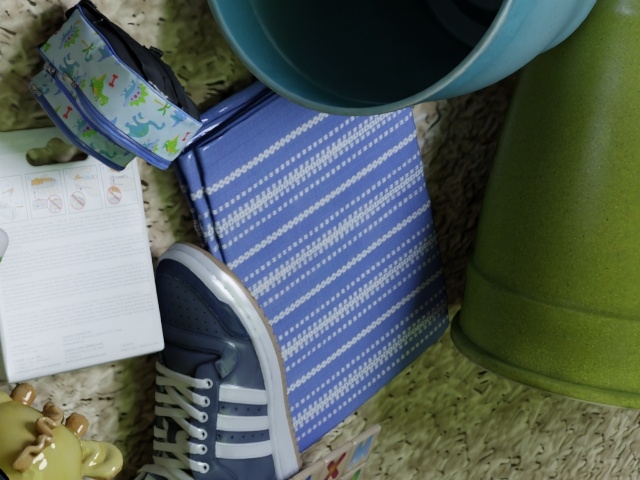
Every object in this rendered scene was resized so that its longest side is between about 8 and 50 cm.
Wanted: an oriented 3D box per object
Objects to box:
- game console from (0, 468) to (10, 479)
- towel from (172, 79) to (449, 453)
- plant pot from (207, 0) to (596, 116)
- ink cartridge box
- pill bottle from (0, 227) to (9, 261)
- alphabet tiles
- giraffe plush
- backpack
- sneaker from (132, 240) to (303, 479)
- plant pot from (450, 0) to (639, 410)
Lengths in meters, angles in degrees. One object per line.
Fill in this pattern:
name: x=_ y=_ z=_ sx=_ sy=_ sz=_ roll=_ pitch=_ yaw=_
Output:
game console: x=-0.344 y=0.218 z=1.177 sx=0.361 sy=0.044 sz=0.213 roll=-28 pitch=137 yaw=17
towel: x=0.000 y=0.000 z=1.590 sx=0.243 sy=0.040 sz=0.336 roll=-36 pitch=130 yaw=-31
plant pot: x=0.089 y=-0.232 z=1.437 sx=0.255 sy=0.271 sz=0.272 roll=-8 pitch=111 yaw=-58
ink cartridge box: x=-0.195 y=0.007 z=1.399 sx=0.145 sy=0.045 sz=0.179 roll=-10 pitch=91 yaw=-42
pill bottle: x=-0.315 y=0.076 z=1.234 sx=0.136 sy=0.136 sz=0.246 roll=30 pitch=84 yaw=-46
alphabet tiles: x=-0.048 y=0.269 z=1.576 sx=0.237 sy=0.009 sz=0.198 roll=-27 pitch=145 yaw=-48
giraffe plush: x=-0.238 y=0.188 z=1.353 sx=0.181 sy=0.210 sz=0.170 roll=50 pitch=35 yaw=-27
backpack: x=-0.144 y=-0.099 z=1.348 sx=0.084 sy=0.114 sz=0.105 roll=-50 pitch=137 yaw=7
sneaker: x=-0.106 y=0.147 z=1.491 sx=0.153 sy=0.099 sz=0.282 roll=-38 pitch=132 yaw=-30
plant pot: x=0.306 y=-0.076 z=1.623 sx=0.366 sy=0.366 sz=0.353 roll=-10 pitch=109 yaw=-42
